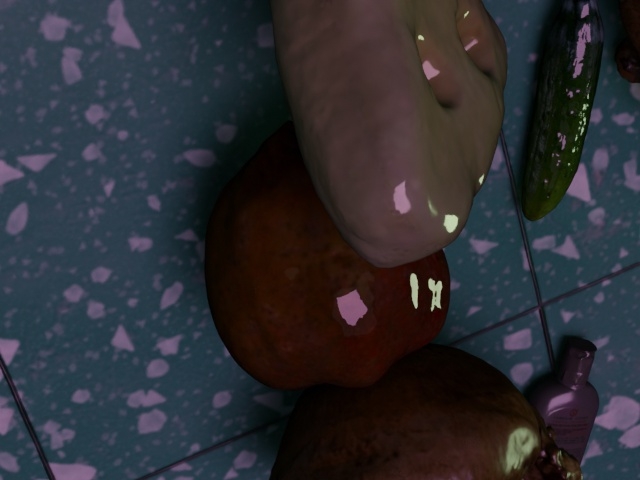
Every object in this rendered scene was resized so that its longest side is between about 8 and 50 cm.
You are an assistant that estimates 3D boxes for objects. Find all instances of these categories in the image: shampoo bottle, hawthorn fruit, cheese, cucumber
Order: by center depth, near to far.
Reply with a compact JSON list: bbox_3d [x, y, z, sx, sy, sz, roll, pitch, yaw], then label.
[{"bbox_3d":[0.027,-0.161,1.253,0.130,0.328,0.351,-18,129,24],"label":"cheese"},{"bbox_3d":[0.000,0.000,1.412,0.208,0.208,0.248,-16,107,-14],"label":"hawthorn fruit"},{"bbox_3d":[0.224,-0.131,1.508,0.056,0.056,0.250,-3,120,-20],"label":"cucumber"},{"bbox_3d":[0.244,0.177,1.685,0.080,0.040,0.165,3,114,-22],"label":"shampoo bottle"}]

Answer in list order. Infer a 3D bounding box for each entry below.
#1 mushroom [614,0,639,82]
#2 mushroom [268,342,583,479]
[{"bbox_3d":[0.362,-0.195,1.475,0.194,0.138,0.231,-38,130,2],"label":"mushroom"},{"bbox_3d":[0.098,0.194,1.519,0.283,0.263,0.195,13,76,-17],"label":"mushroom"}]
